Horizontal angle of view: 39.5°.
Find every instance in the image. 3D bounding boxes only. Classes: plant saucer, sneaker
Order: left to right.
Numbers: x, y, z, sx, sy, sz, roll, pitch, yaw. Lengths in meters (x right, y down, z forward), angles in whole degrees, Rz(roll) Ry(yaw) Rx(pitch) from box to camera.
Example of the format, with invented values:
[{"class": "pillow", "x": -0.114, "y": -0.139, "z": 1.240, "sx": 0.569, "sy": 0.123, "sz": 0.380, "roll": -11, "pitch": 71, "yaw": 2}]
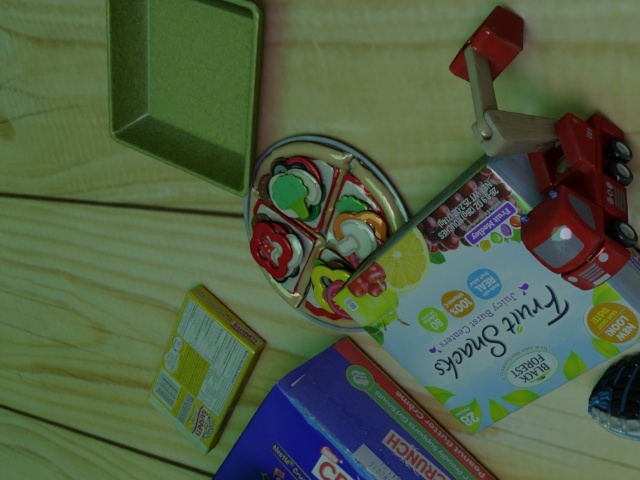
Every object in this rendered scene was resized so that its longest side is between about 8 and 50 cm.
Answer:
[{"class": "plant saucer", "x": -0.124, "y": -0.160, "z": 0.856, "sx": 0.188, "sy": 0.045, "sz": 0.189, "roll": 24, "pitch": 125, "yaw": 27}, {"class": "sneaker", "x": 0.291, "y": 0.134, "z": 0.665, "sx": 0.083, "sy": 0.071, "sz": 0.190, "roll": 42, "pitch": 152, "yaw": -28}]

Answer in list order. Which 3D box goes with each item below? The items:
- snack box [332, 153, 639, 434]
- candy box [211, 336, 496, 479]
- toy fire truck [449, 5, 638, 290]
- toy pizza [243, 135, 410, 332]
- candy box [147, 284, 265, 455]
[{"class": "snack box", "x": 0.138, "y": 0.042, "z": 0.718, "sx": 0.174, "sy": 0.070, "sz": 0.207, "roll": 45, "pitch": 134, "yaw": -3}, {"class": "candy box", "x": 0.023, "y": 0.298, "z": 0.919, "sx": 0.268, "sy": 0.122, "sz": 0.317, "roll": 44, "pitch": 133, "yaw": 14}, {"class": "toy fire truck", "x": 0.151, "y": -0.069, "z": 0.622, "sx": 0.135, "sy": 0.192, "sz": 0.047, "roll": 30, "pitch": 135, "yaw": -13}, {"class": "toy pizza", "x": 0.000, "y": 0.000, "z": 0.847, "sx": 0.201, "sy": 0.032, "sz": 0.201, "roll": 18, "pitch": 122, "yaw": 31}, {"class": "candy box", "x": -0.137, "y": 0.155, "z": 1.038, "sx": 0.105, "sy": 0.027, "sz": 0.206, "roll": 38, "pitch": 131, "yaw": 14}]
